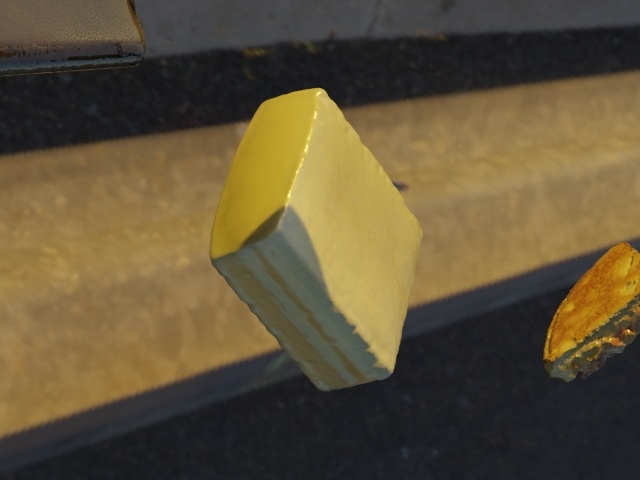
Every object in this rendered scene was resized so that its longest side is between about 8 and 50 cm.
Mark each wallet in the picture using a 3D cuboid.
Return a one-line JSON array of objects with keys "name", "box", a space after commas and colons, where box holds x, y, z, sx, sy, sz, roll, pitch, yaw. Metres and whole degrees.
[{"name": "wallet", "box": [-0.196, -0.163, 0.959, 0.198, 0.031, 0.110, -15, 87, -58]}]

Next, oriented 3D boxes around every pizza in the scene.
[{"name": "pizza", "box": [0.265, 0.064, 1.294, 0.046, 0.134, 0.175, 50, 60, -15]}]

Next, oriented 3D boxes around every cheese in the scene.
[{"name": "cheese", "box": [0.000, 0.000, 1.664, 0.265, 0.123, 0.243, 52, 36, -37]}]
